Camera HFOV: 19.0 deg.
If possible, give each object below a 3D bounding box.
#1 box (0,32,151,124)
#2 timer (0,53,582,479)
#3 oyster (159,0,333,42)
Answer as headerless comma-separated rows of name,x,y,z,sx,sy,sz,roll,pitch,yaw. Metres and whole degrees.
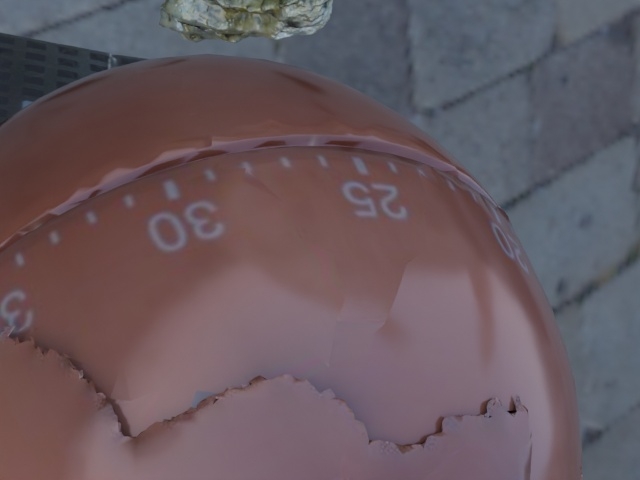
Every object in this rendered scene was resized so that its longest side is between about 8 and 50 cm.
box,-0.250,-0.086,1.128,0.324,0.180,0.047,10,114,-11
timer,-0.033,0.061,0.617,0.229,0.215,0.230,-11,135,-11
oyster,-0.070,-0.230,1.939,0.133,0.209,0.072,37,44,-69
